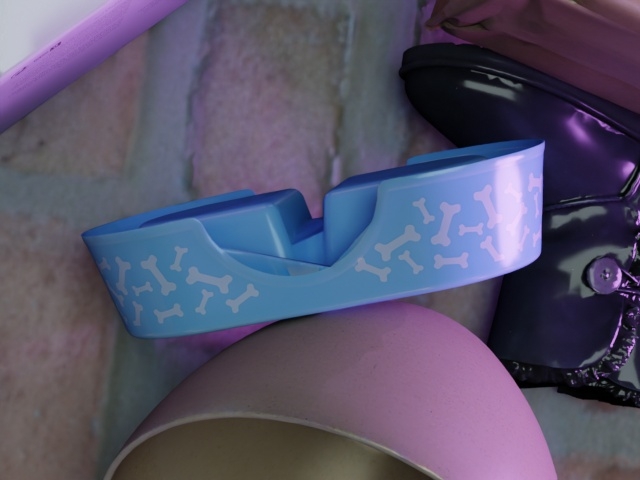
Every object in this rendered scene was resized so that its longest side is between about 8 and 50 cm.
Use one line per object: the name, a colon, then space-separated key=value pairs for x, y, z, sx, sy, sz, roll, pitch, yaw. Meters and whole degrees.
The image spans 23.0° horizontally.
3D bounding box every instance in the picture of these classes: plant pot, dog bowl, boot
plant pot: x=0.031 y=0.148 z=0.986 sx=0.284 sy=0.284 sz=0.191 roll=38 pitch=44 yaw=-9
dog bowl: x=0.000 y=0.000 z=0.992 sx=0.297 sy=0.166 sz=0.074 roll=-10 pitch=96 yaw=10
boot: x=0.147 y=-0.006 z=1.090 sx=0.246 sy=0.094 sz=0.207 roll=20 pitch=78 yaw=-18

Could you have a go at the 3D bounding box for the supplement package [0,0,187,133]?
supplement package: x=-0.177 y=-0.205 z=0.936 sx=0.199 sy=0.262 sz=0.198 roll=-38 pitch=95 yaw=-13

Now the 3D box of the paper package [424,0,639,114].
paper package: x=0.273 y=-0.236 z=1.012 sx=0.309 sy=0.168 sz=0.325 roll=22 pitch=79 yaw=-14
